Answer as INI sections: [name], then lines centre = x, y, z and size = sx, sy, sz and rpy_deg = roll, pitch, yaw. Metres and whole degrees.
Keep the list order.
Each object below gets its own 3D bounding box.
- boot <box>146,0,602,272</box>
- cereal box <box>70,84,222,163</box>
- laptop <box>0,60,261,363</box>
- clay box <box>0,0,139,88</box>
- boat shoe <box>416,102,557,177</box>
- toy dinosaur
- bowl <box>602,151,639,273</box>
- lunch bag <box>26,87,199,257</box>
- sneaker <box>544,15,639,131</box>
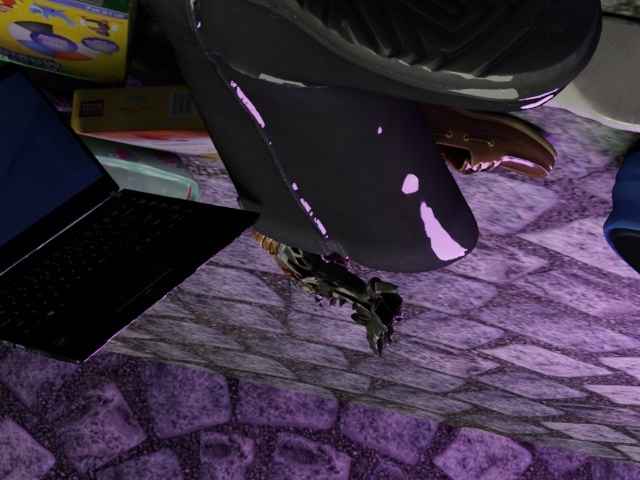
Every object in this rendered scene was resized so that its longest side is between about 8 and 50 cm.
[boot]
centre = 0.050, -0.088, 1.058
size = 0.367, 0.146, 0.445
rpy_deg = 27, 159, 26
[cereal box]
centre = -0.095, -0.107, 1.379
size = 0.173, 0.047, 0.240
rpy_deg = 1, 175, 38
[laptop]
centre = -0.231, -0.035, 1.198
size = 0.264, 0.234, 0.136
rpy_deg = 11, 127, 36
[clay box]
centre = -0.227, -0.194, 1.259
size = 0.127, 0.053, 0.222
rpy_deg = 13, 165, -5
[boat shoe]
centre = 0.139, -0.088, 1.325
size = 0.178, 0.060, 0.064
rpy_deg = 20, 163, -24
[toy dinosaur]
centre = 0.000, 0.000, 1.478
size = 0.218, 0.164, 0.322
rpy_deg = 26, -173, 13
[bowl]
centre = 0.433, 0.051, 1.302
size = 0.391, 0.077, 0.391
rpy_deg = 31, 176, 2
[lunch bag]
centre = -0.277, -0.060, 1.468
size = 0.262, 0.160, 0.223
rpy_deg = 15, -169, -17
[sneaker]
centre = 0.193, -0.132, 1.118
size = 0.212, 0.080, 0.094
rpy_deg = 20, 171, 12
